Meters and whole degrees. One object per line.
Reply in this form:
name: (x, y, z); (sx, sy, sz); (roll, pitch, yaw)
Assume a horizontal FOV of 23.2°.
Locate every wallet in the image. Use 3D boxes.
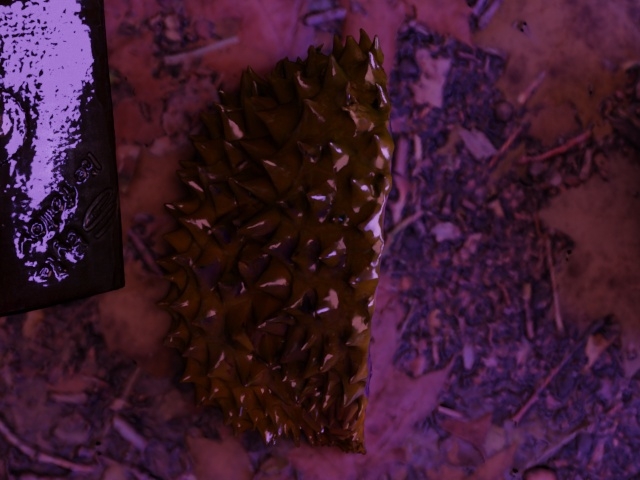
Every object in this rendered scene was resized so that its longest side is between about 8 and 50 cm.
wallet: (-0.173, -0.071, 0.931); (0.122, 0.031, 0.232); (-12, 105, -43)

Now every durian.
durian: (-0.009, -0.002, 0.969); (0.153, 0.186, 0.260); (0, 77, -28)
